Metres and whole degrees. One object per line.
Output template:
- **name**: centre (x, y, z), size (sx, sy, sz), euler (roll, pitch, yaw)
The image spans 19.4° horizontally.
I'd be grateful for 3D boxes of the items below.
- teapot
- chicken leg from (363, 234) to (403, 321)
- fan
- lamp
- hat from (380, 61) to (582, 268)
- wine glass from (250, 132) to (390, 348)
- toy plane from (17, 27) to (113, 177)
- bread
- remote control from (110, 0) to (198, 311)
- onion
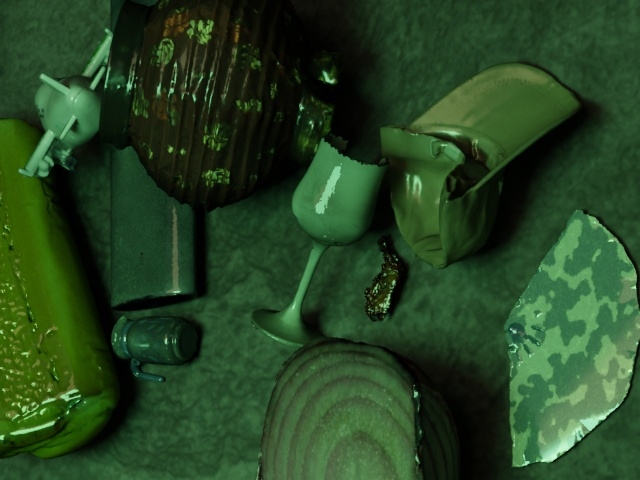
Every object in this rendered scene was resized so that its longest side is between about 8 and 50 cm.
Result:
- **teapot**: centre (-0.163, 0.105, 1.886), size (0.083, 0.063, 0.049), euler (0, 47, 34)
- **chicken leg**: centre (0.062, 0.037, 1.774), size (0.036, 0.021, 0.083), euler (7, 81, 42)
- **fan**: centre (0.222, 0.092, 1.671), size (0.131, 0.009, 0.240), euler (13, 85, 32)
- **lamp**: centre (-0.093, -0.145, 1.798), size (0.247, 0.247, 0.247), euler (-8, 74, 30)
- **hat**: centre (0.158, -0.064, 1.723), size (0.173, 0.144, 0.166), euler (-13, 33, -12)
- **wine glass**: centre (0.000, 0.000, 1.759), size (0.079, 0.079, 0.195), euler (33, 111, 33)
- **toy plane**: centre (-0.253, -0.137, 1.902), size (0.080, 0.174, 0.174), euler (31, 97, -8)
- **bread**: centre (-0.320, 0.052, 1.943), size (0.166, 0.112, 0.383), euler (-21, 66, 2)
- **remote control**: centre (-0.174, -0.117, 1.940), size (0.107, 0.044, 0.377), euler (-14, 71, 36)
- **onion**: centre (0.046, 0.215, 1.700), size (0.247, 0.111, 0.250), euler (8, 93, 55)
